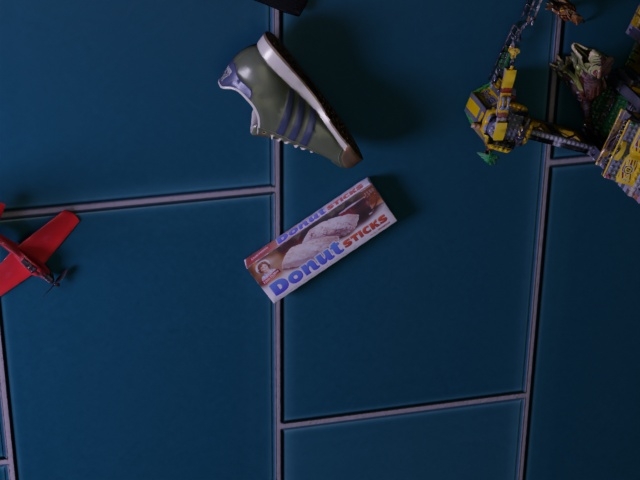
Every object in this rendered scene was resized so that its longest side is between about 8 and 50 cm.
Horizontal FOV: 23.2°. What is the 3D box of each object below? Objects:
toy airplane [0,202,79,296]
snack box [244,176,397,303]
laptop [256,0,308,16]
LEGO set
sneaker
[{"bbox_3d":[-0.345,0.007,1.753,0.151,0.028,0.151,-7,118,-13],"label":"toy airplane"},{"bbox_3d":[0.000,0.000,1.846,0.178,0.022,0.064,-34,122,4],"label":"snack box"},{"bbox_3d":[-0.053,-0.363,1.574,0.234,0.136,0.264,20,110,-23],"label":"laptop"},{"bbox_3d":[0.325,-0.191,1.733,0.255,0.192,0.331,22,109,-24],"label":"LEGO set"},{"bbox_3d":[-0.038,-0.140,1.743,0.086,0.064,0.192,-33,121,12],"label":"sneaker"}]
